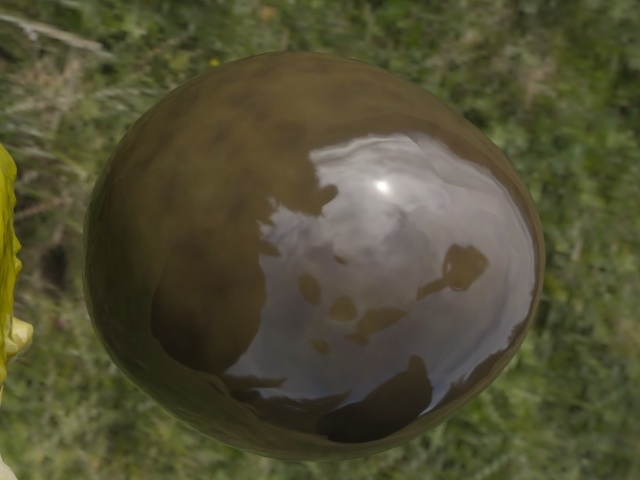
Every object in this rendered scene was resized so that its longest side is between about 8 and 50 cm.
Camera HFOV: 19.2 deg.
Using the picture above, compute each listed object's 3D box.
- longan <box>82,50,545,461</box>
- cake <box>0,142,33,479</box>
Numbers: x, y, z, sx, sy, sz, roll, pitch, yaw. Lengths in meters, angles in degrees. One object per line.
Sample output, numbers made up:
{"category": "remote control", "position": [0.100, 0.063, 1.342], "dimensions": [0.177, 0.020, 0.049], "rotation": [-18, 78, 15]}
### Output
{"category": "longan", "position": [0.000, 0.000, 0.769], "dimensions": [0.204, 0.185, 0.159], "rotation": [-63, 161, -58]}
{"category": "cake", "position": [-0.169, 0.082, 0.568], "dimensions": [0.156, 0.179, 0.260], "rotation": [8, 118, -15]}
